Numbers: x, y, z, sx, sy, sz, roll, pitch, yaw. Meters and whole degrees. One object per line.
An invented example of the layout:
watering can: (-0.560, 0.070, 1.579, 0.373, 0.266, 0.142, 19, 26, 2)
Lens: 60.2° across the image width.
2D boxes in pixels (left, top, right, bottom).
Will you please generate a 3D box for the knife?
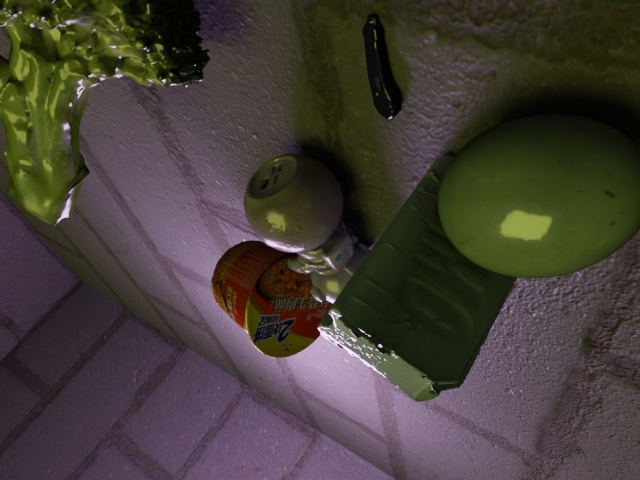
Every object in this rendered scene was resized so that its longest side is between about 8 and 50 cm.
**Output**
knife: (0.065, -0.184, 0.596, 0.031, 0.018, 0.121, 27, 153, 36)

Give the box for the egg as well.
egg: (0.199, -0.040, 0.509, 0.192, 0.149, 0.149, -5, 131, 48)

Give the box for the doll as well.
doll: (0.000, 0.000, 0.849, 0.151, 0.151, 0.287, 12, 148, 42)

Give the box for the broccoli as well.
broccoli: (-0.301, -0.207, 0.690, 0.353, 0.275, 0.396, 3, 123, 23)

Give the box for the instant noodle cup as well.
instant noodle cup: (-0.099, 0.096, 1.076, 0.174, 0.213, 0.213, 23, 152, 47)

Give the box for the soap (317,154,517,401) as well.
soap: (0.125, 0.037, 0.605, 0.150, 0.261, 0.094, 33, 150, 9)
